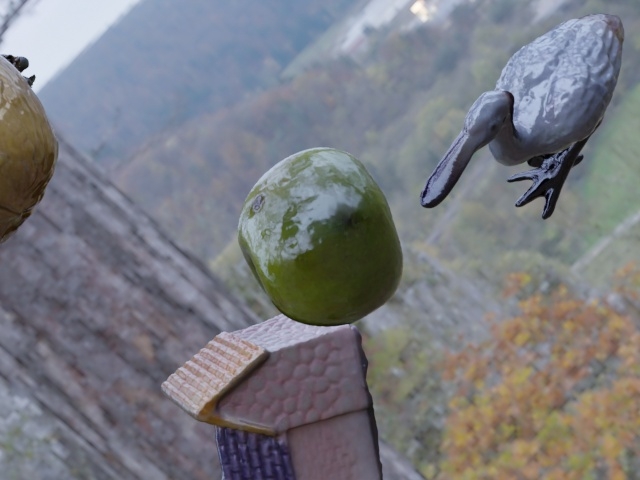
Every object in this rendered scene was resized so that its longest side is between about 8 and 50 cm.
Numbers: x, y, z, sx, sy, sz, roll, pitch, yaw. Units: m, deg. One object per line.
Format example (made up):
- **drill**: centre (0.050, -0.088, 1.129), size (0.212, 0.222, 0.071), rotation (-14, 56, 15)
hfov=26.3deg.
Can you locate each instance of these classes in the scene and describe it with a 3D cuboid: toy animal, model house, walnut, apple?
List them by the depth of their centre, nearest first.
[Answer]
- **walnut**: centre (-0.314, -0.087, 1.146), size (0.165, 0.197, 0.165), rotation (-39, -10, -8)
- **toy animal**: centre (0.190, -0.111, 1.155), size (0.324, 0.090, 0.195), rotation (-4, -63, -67)
- **apple**: centre (0.000, 0.000, 1.442), size (0.157, 0.196, 0.196), rotation (-28, 10, -5)
- **model house**: centre (-0.071, 0.227, 1.791), size (0.237, 0.237, 0.202), rotation (-15, 15, -20)

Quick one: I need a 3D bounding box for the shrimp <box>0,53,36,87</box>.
- **shrimp**: centre (-0.419, -0.162, 1.579), size (0.154, 0.062, 0.294), rotation (0, -16, -40)
